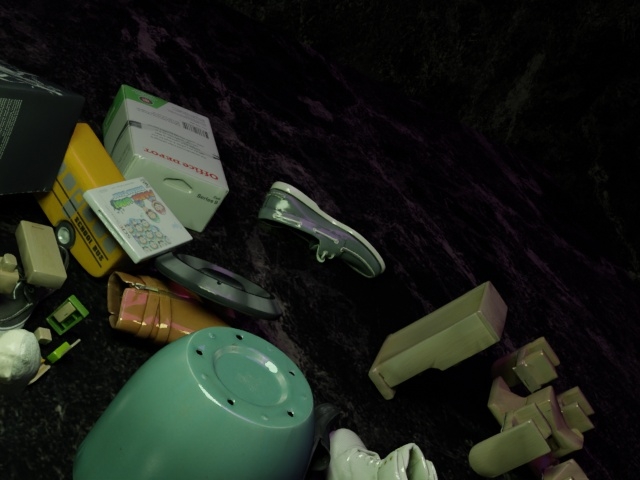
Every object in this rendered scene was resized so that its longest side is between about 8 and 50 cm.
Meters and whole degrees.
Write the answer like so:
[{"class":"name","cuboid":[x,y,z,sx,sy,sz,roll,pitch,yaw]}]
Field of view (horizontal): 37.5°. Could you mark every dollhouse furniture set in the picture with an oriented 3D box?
[{"class":"dollhouse furniture set","cuboid":[-0.476,0.037,1.365,0.151,0.123,0.144,15,31,-39]},{"class":"dollhouse furniture set","cuboid":[-0.393,0.138,1.345,0.076,0.058,0.151,50,25,-5]},{"class":"dollhouse furniture set","cuboid":[0.319,0.323,1.828,0.394,0.256,0.362,55,24,-7]}]

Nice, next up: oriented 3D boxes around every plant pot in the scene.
[{"class":"plant pot","cuboid":[-0.142,0.258,1.242,0.293,0.235,0.293,27,25,-13]}]

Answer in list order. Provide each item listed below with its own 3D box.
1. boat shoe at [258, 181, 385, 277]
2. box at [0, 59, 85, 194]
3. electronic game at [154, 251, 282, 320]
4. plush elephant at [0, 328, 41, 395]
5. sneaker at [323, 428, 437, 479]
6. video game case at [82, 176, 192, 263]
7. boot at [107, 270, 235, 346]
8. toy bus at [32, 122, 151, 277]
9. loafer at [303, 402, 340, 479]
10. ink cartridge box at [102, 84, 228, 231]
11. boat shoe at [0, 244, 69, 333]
[{"class":"boat shoe","cuboid":[0.000,0.000,2.104,0.319,0.116,0.099,37,67,-11]},{"class":"box","cuboid":[-0.596,-0.212,1.435,0.343,0.179,0.312,24,8,6]},{"class":"electronic game","cuboid":[-0.169,0.077,1.568,0.229,0.048,0.229,24,3,-1]},{"class":"plush elephant","cuboid":[-0.480,0.187,0.932,0.330,0.272,0.255,25,20,14]},{"class":"sneaker","cuboid":[0.101,0.359,1.452,0.108,0.169,0.292,22,23,-29]},{"class":"video game case","cuboid":[-0.299,-0.037,1.559,0.143,0.019,0.157,50,27,7]},{"class":"boot","cuboid":[-0.219,0.148,1.501,0.220,0.109,0.283,20,26,-33]},{"class":"toy bus","cuboid":[-0.416,-0.088,1.629,0.332,0.130,0.108,54,29,15]},{"class":"loafer","cuboid":[-0.017,0.328,1.471,0.078,0.076,0.223,27,28,15]},{"class":"ink cartridge box","cuboid":[-0.324,-0.171,1.928,0.211,0.121,0.289,21,28,-28]},{"class":"boat shoe","cuboid":[-0.440,0.068,1.409,0.080,0.076,0.228,35,24,1]}]
